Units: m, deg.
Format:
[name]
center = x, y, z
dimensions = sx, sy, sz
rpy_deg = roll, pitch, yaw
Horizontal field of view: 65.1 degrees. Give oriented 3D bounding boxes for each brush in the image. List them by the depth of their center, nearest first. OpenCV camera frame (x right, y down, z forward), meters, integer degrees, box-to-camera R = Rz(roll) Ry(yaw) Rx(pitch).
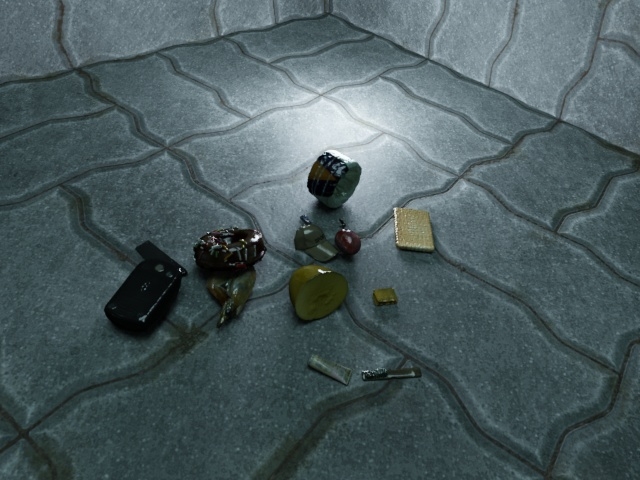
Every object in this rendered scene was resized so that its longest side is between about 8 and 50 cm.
[brush]
center = 0.223, 0.409, 1.554
dimensions = 0.190, 0.028, 0.034
rpy_deg = -1, 45, -10

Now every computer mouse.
[computer mouse]
center = -0.566, 0.183, 1.640
dimensions = 0.170, 0.100, 0.269
rpy_deg = 15, 48, 15

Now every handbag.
[handbag]
center = 0.231, 0.200, 1.785
dimensions = 0.083, 0.027, 0.061
rpy_deg = -3, 42, -13

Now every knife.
[knife]
center = -0.582, 0.073, 1.823
dimensions = 0.245, 0.019, 0.072
rpy_deg = 31, 51, 27

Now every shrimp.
[shrimp]
center = -0.320, 0.171, 1.716
dimensions = 0.168, 0.077, 0.317
rpy_deg = 3, 37, 10

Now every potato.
[potato]
center = -0.028, 0.155, 1.713
dimensions = 0.203, 0.178, 0.158
rpy_deg = -37, 38, -9

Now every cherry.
[cherry]
center = 0.093, -0.019, 1.956
dimensions = 0.107, 0.090, 0.225
rpy_deg = 26, 22, -32

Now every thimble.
[thimble]
center = 0.063, -0.264, 2.123
dimensions = 0.150, 0.237, 0.237
rpy_deg = 36, 50, 25

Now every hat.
[hat]
center = 0.000, 0.000, 1.929
dimensions = 0.175, 0.085, 0.147
rpy_deg = 31, 47, 26

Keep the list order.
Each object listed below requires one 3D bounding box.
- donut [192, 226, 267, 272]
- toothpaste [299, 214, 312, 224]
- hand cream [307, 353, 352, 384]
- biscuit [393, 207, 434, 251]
[donut]
center = -0.324, 0.027, 1.790
dimensions = 0.269, 0.103, 0.270
rpy_deg = -4, 22, 2
[toothpaste]
center = -0.055, -0.078, 2.056
dimensions = 0.027, 0.019, 0.083
rpy_deg = -35, 52, -8
[hand cream]
center = 0.028, 0.393, 1.546
dimensions = 0.143, 0.039, 0.061
rpy_deg = 25, 38, 5
[biscuit]
center = 0.382, -0.046, 2.072
dimensions = 0.160, 0.030, 0.250
rpy_deg = 6, 42, -1
